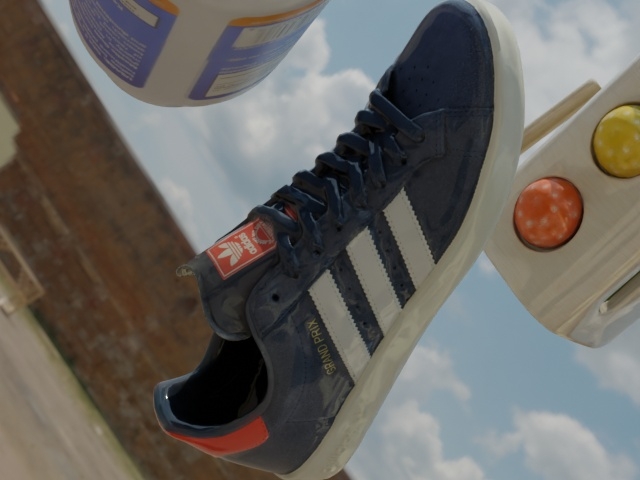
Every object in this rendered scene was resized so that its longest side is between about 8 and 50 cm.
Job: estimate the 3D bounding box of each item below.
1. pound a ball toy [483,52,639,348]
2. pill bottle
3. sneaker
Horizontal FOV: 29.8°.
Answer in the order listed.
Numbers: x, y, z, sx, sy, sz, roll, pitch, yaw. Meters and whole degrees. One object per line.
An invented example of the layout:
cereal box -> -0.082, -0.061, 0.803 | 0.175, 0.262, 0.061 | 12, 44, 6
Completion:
pound a ball toy -> 0.214, -0.073, 0.923 | 0.135, 0.319, 0.208 | 23, 29, -50
pill bottle -> -0.073, -0.168, 0.722 | 0.152, 0.152, 0.272 | 56, -17, -2
sneaker -> 0.000, 0.000, 0.761 | 0.148, 0.350, 0.131 | 15, 19, -29
